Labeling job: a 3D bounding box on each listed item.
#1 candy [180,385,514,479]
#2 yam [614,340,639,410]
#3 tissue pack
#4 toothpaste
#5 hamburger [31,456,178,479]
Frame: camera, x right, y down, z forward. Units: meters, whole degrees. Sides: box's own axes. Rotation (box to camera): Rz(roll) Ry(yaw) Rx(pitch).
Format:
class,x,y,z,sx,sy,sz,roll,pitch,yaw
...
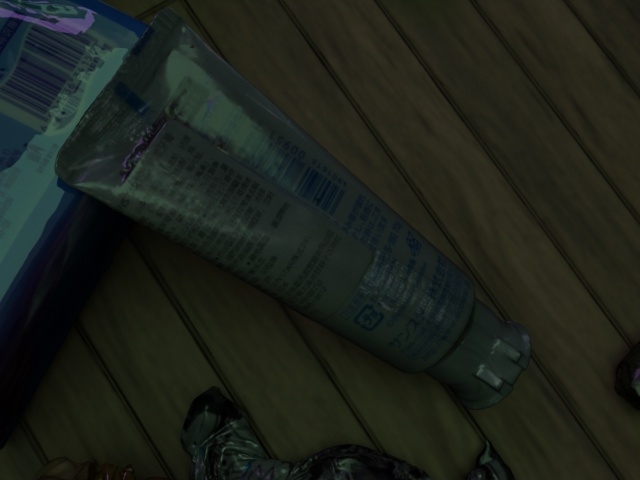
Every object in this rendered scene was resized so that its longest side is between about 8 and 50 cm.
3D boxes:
class,x,y,z,sx,sy,sz,roll,pitch,yaw
candy,0.021,0.152,0.503,0.226,0.051,0.094,14,74,0
yam,0.241,0.076,0.537,0.094,0.043,0.043,-37,82,-9
tissue pack,-0.220,-0.031,0.481,0.198,0.146,0.263,27,78,2
toothpaste,0.000,0.000,0.469,0.299,0.073,0.114,36,73,-19
hamburger,-0.123,0.217,0.403,0.108,0.214,0.214,9,77,3
